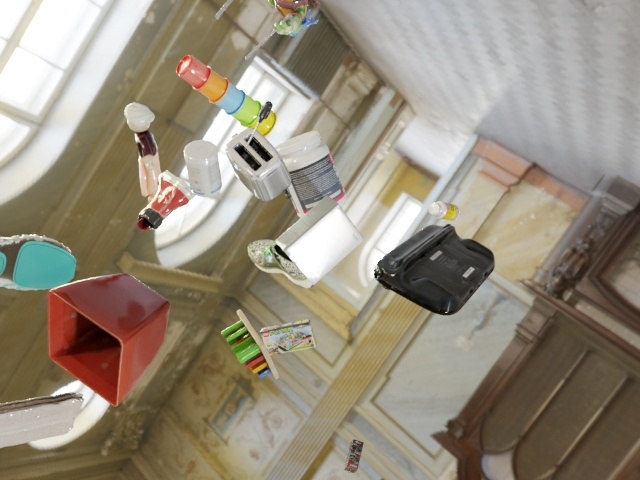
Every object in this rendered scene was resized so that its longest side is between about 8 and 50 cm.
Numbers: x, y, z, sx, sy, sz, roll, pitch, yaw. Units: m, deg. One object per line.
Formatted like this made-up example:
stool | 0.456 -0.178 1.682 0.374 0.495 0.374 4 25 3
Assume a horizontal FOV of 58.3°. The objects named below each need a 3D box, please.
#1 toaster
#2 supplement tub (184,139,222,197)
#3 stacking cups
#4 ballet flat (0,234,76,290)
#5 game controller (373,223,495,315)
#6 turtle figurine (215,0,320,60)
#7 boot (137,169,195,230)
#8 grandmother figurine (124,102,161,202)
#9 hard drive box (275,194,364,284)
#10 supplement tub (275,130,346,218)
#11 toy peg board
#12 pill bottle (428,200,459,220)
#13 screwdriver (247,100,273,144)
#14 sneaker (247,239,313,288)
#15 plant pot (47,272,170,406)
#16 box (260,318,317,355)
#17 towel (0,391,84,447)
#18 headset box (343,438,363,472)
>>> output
toaster | -0.177 -0.215 1.648 0.227 0.129 0.146 48 172 22
supplement tub | -0.248 -0.151 1.218 0.071 0.071 0.107 38 145 29
stacking cups | -0.255 -0.407 1.607 0.316 0.096 0.096 33 -175 -46
ballet flat | -0.757 0.034 1.338 0.147 0.147 0.409 36 -173 19
game controller | 0.229 0.048 1.103 0.166 0.067 0.319 37 -148 17
turtle figurine | -0.130 -0.599 1.392 0.274 0.266 0.198 -2 -128 -5
boot | -0.470 -0.110 1.654 0.088 0.176 0.244 51 168 -27
grandmother figurine | -0.589 -0.298 1.947 0.104 0.342 0.208 -17 -147 -19
hard drive box | 0.000 0.000 1.883 0.181 0.232 0.089 52 175 -33
supplement tub | -0.036 -0.228 2.022 0.191 0.191 0.272 -127 14 -71
toy peg board | -0.202 0.307 1.607 0.161 0.079 0.161 47 160 43
pill bottle | 0.311 -0.075 1.448 0.083 0.043 0.043 7 -156 -41
screwdriver | -0.150 -0.271 1.354 0.024 0.170 0.025 45 -130 1
sneaker | -0.169 0.051 2.432 0.410 0.158 0.182 19 150 38
plant pot | -0.579 0.247 1.621 0.267 0.267 0.236 29 -145 16
box | -0.128 0.391 2.314 0.036 0.207 0.114 -61 -44 -71
towel | -0.893 0.563 1.785 0.282 0.187 0.049 1 -142 -46
headset box | 0.089 0.591 1.561 0.032 0.083 0.062 17 152 3
